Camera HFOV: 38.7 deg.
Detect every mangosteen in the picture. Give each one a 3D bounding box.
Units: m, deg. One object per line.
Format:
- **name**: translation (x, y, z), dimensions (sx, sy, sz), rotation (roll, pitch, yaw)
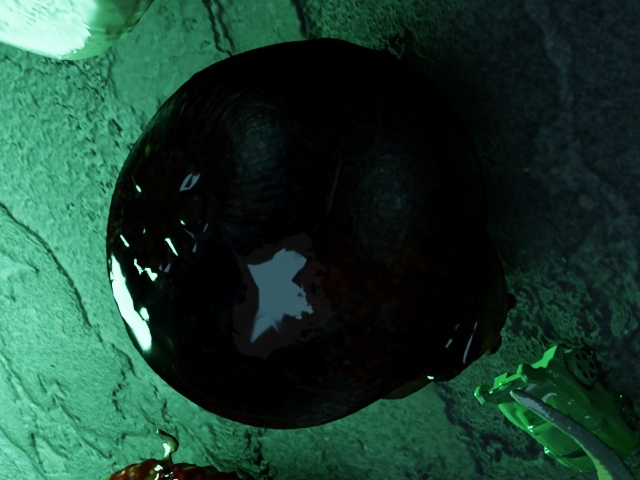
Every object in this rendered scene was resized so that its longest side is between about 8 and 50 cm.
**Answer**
- **mangosteen**: translation (-0.009, -0.002, 0.728), dimensions (0.330, 0.330, 0.330), rotation (14, 126, 19)

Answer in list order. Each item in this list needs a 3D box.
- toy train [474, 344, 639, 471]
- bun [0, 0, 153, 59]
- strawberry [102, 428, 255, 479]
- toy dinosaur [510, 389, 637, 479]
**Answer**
- **toy train**: translation (0.221, 0.158, 0.841), dimensions (0.149, 0.081, 0.099), rotation (47, 129, -7)
- **bun**: translation (-0.239, -0.292, 0.715), dimensions (0.293, 0.187, 0.293), rotation (21, 153, 11)
- **strawberry**: translation (-0.137, 0.373, 1.077), dimensions (0.343, 0.292, 0.292), rotation (40, 132, 17)
- **toy dinosaur**: translation (0.312, 0.250, 0.812), dimensions (0.393, 0.092, 0.205), rotation (30, 130, -23)
